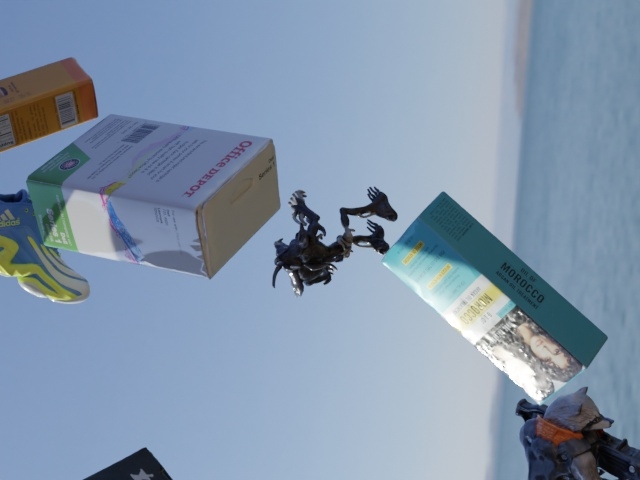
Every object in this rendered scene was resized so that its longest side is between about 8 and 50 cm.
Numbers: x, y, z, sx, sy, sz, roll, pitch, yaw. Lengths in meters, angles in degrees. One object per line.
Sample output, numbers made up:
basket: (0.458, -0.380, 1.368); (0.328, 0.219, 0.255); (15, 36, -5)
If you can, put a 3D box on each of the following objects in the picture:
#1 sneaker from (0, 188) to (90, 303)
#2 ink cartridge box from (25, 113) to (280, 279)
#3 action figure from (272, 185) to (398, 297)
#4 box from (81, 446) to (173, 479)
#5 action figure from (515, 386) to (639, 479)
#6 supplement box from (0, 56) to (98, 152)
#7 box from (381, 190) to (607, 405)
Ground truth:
sneaker: (-0.430, 0.002, 1.798); (0.126, 0.240, 0.091); (-58, 30, 8)
ink cartridge box: (-0.221, -0.065, 1.641); (0.201, 0.278, 0.117); (-48, -39, -47)
action figure: (0.000, 0.000, 2.169); (0.275, 0.141, 0.164); (-20, -53, -33)
box: (-0.227, 0.481, 1.306); (0.212, 0.293, 0.395); (-22, -33, -44)
action figure: (0.413, 0.398, 1.903); (0.178, 0.341, 0.330); (-14, -70, -44)
supplement box: (-0.453, -0.191, 1.785); (0.078, 0.233, 0.080); (49, 150, 39)
box: (0.191, 0.065, 1.343); (0.060, 0.244, 0.100); (-44, -6, -40)
